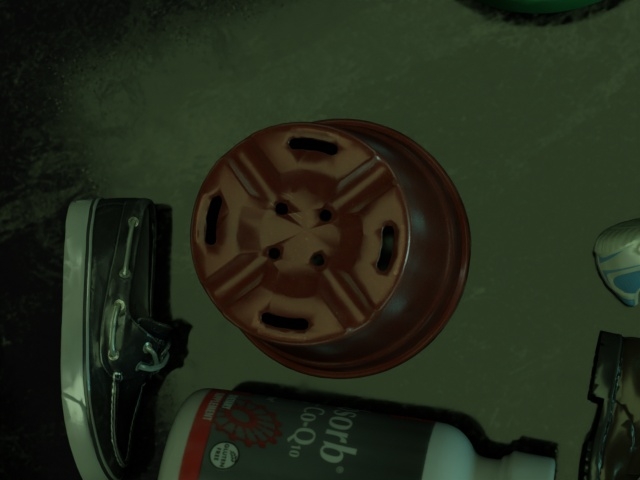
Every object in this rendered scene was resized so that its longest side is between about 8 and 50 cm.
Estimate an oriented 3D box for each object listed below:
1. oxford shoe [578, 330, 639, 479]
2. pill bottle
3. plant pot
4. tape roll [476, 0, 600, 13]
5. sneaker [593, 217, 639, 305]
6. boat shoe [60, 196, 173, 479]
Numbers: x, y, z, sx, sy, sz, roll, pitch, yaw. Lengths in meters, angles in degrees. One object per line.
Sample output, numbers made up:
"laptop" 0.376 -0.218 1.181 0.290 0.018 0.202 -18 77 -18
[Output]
"oxford shoe" 0.303 0.209 1.603 0.096 0.083 0.227 10 90 5
"pill bottle" 0.035 0.268 1.577 0.362 0.210 0.210 7 88 9
"plant pot" 0.000 0.000 1.568 0.272 0.265 0.273 -1 86 9
"tape roll" 0.223 -0.394 1.650 0.321 0.077 0.321 -1 87 10
"sneaker" 0.386 -0.012 1.609 0.237 0.085 0.086 -25 110 3
"boat shoe" -0.203 0.104 1.681 0.102 0.108 0.301 -3 79 10
